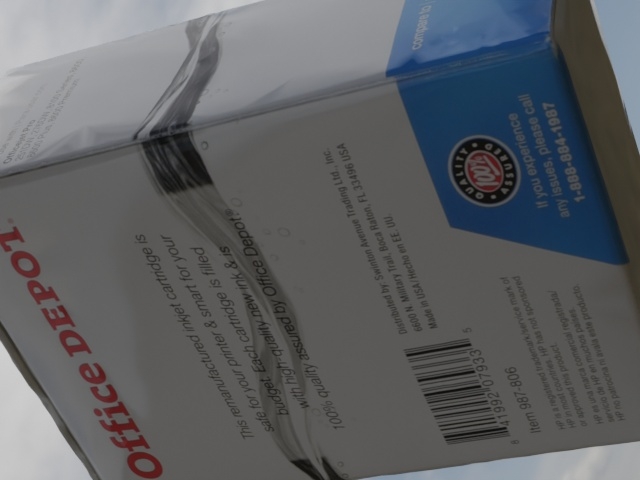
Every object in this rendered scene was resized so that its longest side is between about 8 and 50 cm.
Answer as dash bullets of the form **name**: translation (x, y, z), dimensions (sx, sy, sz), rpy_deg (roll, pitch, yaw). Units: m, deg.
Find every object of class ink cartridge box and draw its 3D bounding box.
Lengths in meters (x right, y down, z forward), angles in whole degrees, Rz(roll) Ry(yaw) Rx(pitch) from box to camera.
- **ink cartridge box**: translation (0.000, 0.000, 0.909), dimensions (0.166, 0.395, 0.285), rpy_deg (-74, -33, -51)
